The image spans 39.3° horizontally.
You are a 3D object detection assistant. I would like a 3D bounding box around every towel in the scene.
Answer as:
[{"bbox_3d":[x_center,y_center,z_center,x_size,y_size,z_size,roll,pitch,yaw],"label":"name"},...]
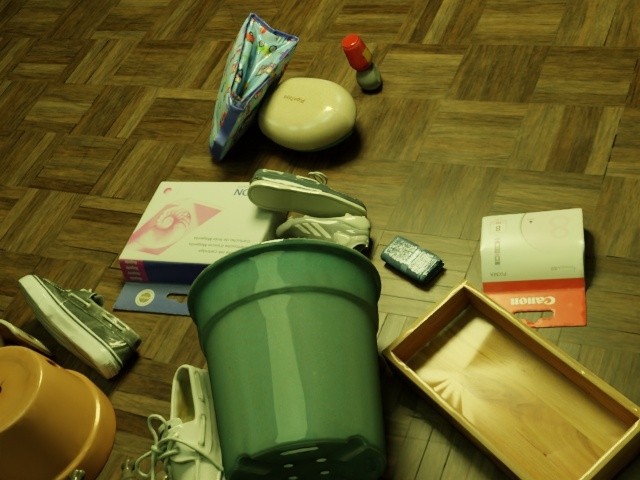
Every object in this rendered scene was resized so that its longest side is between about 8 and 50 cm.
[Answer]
[{"bbox_3d":[0.177,0.039,1.746,0.067,0.029,0.119,-43,49,-19],"label":"towel"}]

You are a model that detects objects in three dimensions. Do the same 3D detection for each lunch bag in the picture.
[{"bbox_3d":[-0.188,-0.340,2.094,0.138,0.221,0.293,27,59,-8],"label":"lunch bag"}]

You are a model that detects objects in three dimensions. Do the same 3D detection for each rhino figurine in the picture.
[{"bbox_3d":[-0.334,0.437,1.546,0.243,0.073,0.106,-10,29,-9],"label":"rhino figurine"}]

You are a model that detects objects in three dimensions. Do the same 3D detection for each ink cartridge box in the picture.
[{"bbox_3d":[0.387,0.048,1.637,0.189,0.066,0.232,-4,44,19],"label":"ink cartridge box"},{"bbox_3d":[-0.259,0.008,1.922,0.324,0.071,0.330,2,49,23],"label":"ink cartridge box"}]

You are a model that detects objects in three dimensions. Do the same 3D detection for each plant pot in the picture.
[{"bbox_3d":[-0.551,0.331,1.646,0.290,0.203,0.291,-11,47,11],"label":"plant pot"},{"bbox_3d":[-0.040,0.231,1.471,0.341,0.341,0.334,-15,54,8],"label":"plant pot"}]

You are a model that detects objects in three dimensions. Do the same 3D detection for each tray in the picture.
[{"bbox_3d":[0.309,0.249,1.464,0.203,0.076,0.411,-40,46,-11],"label":"tray"}]

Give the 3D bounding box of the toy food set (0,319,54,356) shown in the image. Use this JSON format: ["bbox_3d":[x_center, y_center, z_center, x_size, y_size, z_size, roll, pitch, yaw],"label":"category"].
[{"bbox_3d":[-0.694,0.271,1.760,0.306,0.220,0.092,-28,74,-6],"label":"toy food set"}]

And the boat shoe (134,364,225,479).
[{"bbox_3d":[-0.229,0.344,1.489,0.136,0.156,0.367,-42,28,29],"label":"boat shoe"}]

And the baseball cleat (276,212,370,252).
[{"bbox_3d":[0.000,0.000,1.824,0.205,0.072,0.110,-8,56,22],"label":"baseball cleat"}]

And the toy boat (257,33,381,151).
[{"bbox_3d":[0.022,-0.323,2.079,0.267,0.148,0.318,27,71,43],"label":"toy boat"}]

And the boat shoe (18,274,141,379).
[{"bbox_3d":[-0.495,0.161,1.858,0.335,0.121,0.119,35,60,29],"label":"boat shoe"}]

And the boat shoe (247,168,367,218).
[{"bbox_3d":[-0.023,-0.093,1.872,0.254,0.095,0.079,10,47,6],"label":"boat shoe"}]
